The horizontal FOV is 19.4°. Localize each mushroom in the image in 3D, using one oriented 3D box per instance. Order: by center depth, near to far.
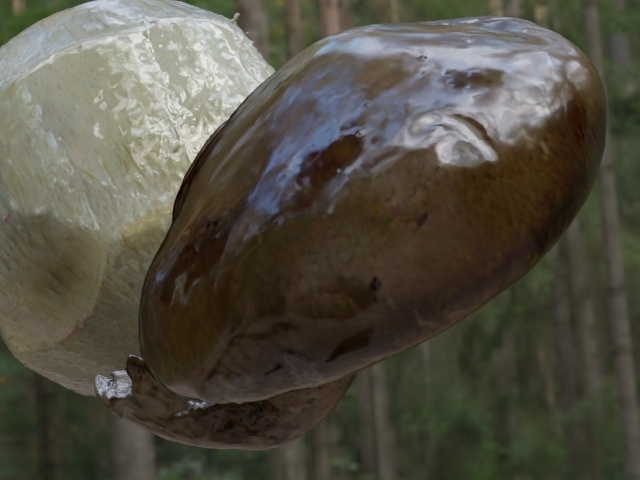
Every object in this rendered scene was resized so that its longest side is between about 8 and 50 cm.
[{"bbox_3d":[-0.001,-0.001,0.502,0.170,0.080,0.135,-42,3,26],"label":"mushroom"}]

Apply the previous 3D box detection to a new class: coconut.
[{"bbox_3d":[-0.068,-0.009,0.776,0.161,0.162,0.161,-21,-17,-7],"label":"coconut"}]
